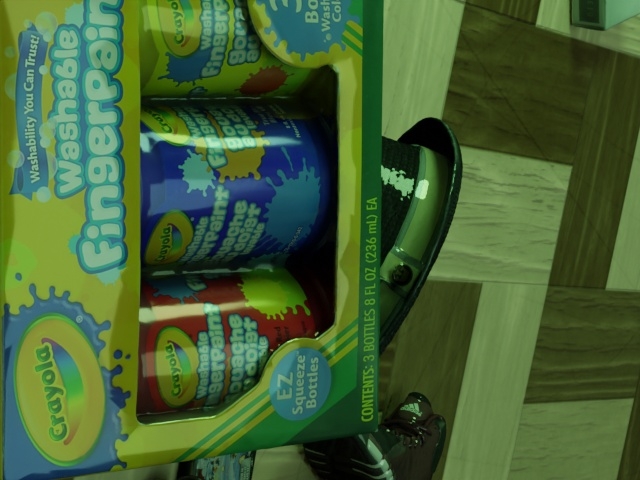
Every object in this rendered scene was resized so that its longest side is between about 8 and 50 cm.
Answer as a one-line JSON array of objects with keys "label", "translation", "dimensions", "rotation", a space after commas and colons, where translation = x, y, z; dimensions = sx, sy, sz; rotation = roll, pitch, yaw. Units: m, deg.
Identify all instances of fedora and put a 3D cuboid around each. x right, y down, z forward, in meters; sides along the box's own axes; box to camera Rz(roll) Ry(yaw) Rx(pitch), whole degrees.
[{"label": "fedora", "translation": [0.000, 0.000, 1.648], "dimensions": [0.153, 0.334, 0.334], "rotation": [28, 77, -16]}]

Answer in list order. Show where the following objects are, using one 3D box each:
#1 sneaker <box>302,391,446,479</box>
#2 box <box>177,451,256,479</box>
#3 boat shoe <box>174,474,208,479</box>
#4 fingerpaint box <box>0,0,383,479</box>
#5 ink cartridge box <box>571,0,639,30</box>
[{"label": "sneaker", "translation": [0.073, 0.227, 1.904], "dimensions": [0.162, 0.106, 0.281], "rotation": [-60, 151, -26]}, {"label": "box", "translation": [-0.105, 0.214, 1.719], "dimensions": [0.094, 0.027, 0.137], "rotation": [2, 100, -50]}, {"label": "boat shoe", "translation": [-0.211, 0.356, 1.563], "dimensions": [0.342, 0.123, 0.123], "rotation": [-51, 138, -20]}, {"label": "fingerpaint box", "translation": [-0.135, -0.044, 1.368], "dimensions": [0.371, 0.163, 0.444], "rotation": [-3, 96, -35]}, {"label": "ink cartridge box", "translation": [0.412, -0.438, 2.131], "dimensions": [0.239, 0.060, 0.275], "rotation": [-28, 123, -42]}]
